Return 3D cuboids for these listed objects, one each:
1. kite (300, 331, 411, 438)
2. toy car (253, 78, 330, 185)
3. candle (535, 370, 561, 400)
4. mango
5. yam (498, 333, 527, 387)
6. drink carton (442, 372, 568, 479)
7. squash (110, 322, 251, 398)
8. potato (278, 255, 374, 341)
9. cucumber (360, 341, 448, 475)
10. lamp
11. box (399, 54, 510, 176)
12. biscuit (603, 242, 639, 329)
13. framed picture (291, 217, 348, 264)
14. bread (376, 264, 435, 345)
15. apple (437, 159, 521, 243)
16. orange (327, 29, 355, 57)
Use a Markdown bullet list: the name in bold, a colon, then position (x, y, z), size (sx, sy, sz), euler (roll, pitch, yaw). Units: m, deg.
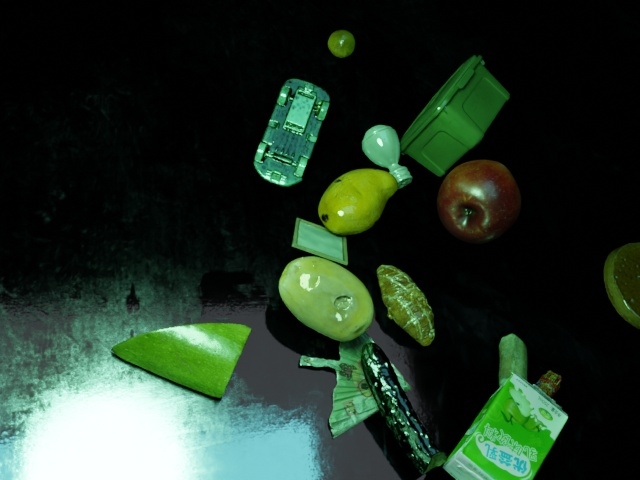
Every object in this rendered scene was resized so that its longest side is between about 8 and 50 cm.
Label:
- **kite**: position (0.082, 0.300, 1.577), size (0.267, 0.013, 0.323), euler (17, 51, -8)
- **toy car**: position (-0.078, -0.276, 1.862), size (0.136, 0.125, 0.306), euler (19, 74, -4)
- **candle**: position (0.535, 0.359, 1.675), size (0.052, 0.052, 0.130), euler (45, 54, 14)
- **mango**: position (0.096, -0.101, 1.812), size (0.157, 0.109, 0.262), euler (37, 46, 21)
- **yam**: position (0.464, 0.301, 1.683), size (0.069, 0.070, 0.146), euler (18, 51, -7)
- **drink carton**: position (0.411, 0.443, 1.534), size (0.161, 0.108, 0.271), euler (39, 53, 13)
- **squash**: position (-0.286, 0.201, 1.462), size (0.252, 0.093, 0.169), euler (24, 53, -3)
- **potato**: position (0.016, 0.128, 1.596), size (0.234, 0.150, 0.146), euler (37, 12, 1)
- **cucumber**: position (0.163, 0.359, 1.517), size (0.081, 0.072, 0.303), euler (-21, 68, -29)
- **lamp**: position (0.189, -0.235, 1.948), size (0.106, 0.106, 0.193), euler (-19, 72, -30)
- **box**: position (0.391, -0.353, 2.016), size (0.177, 0.253, 0.329), euler (39, 53, -2)
- **biscuit**: position (0.979, 0.163, 1.966), size (0.394, 0.070, 0.350), euler (14, 54, -9)
- **framed picture**: position (0.000, 0.000, 1.695), size (0.136, 0.010, 0.201), euler (20, 19, -6)
- **bread**: position (0.206, 0.146, 1.695), size (0.105, 0.076, 0.233), euler (-15, 61, -30)
- **apple**: position (0.420, -0.104, 1.863), size (0.218, 0.218, 0.201), euler (45, 46, 14)
- **orange**: position (0.068, -0.614, 2.183), size (0.085, 0.085, 0.095), euler (42, 43, 12)
